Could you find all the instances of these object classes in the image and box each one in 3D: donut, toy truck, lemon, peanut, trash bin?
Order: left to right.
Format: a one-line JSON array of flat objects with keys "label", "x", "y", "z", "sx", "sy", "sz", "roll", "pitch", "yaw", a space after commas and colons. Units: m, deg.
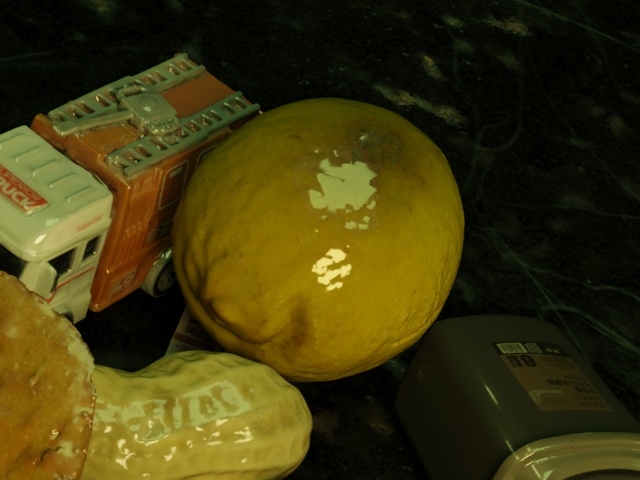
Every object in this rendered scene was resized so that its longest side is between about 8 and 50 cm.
[{"label": "donut", "x": -0.315, "y": 0.162, "z": 1.336, "sx": 0.277, "sy": 0.108, "sz": 0.278, "roll": -1, "pitch": 66, "yaw": 1}, {"label": "toy truck", "x": -0.227, "y": -0.046, "z": 1.645, "sx": 0.173, "sy": 0.207, "sz": 0.387, "roll": 36, "pitch": 38, "yaw": 17}, {"label": "peanut", "x": -0.154, "y": 0.172, "z": 1.482, "sx": 0.305, "sy": 0.147, "sz": 0.147, "roll": -4, "pitch": 44, "yaw": -26}, {"label": "lemon", "x": -0.001, "y": 0.000, "z": 1.604, "sx": 0.297, "sy": 0.297, "sz": 0.297, "roll": 15, "pitch": 37, "yaw": -12}, {"label": "trash bin", "x": 0.211, "y": 0.213, "z": 1.592, "sx": 0.209, "sy": 0.182, "sz": 0.290, "roll": 2, "pitch": 35, "yaw": -28}]

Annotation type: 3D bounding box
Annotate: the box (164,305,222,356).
[{"label": "box", "x": -0.120, "y": 0.094, "z": 1.669, "sx": 0.055, "sy": 0.040, "sz": 0.218, "roll": 20, "pitch": 36, "yaw": -2}]
